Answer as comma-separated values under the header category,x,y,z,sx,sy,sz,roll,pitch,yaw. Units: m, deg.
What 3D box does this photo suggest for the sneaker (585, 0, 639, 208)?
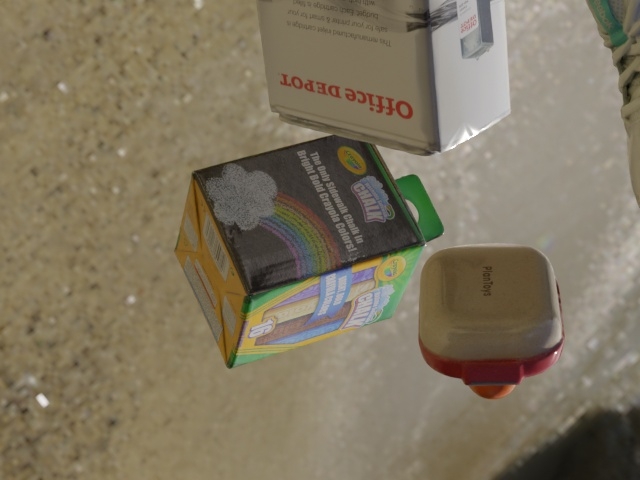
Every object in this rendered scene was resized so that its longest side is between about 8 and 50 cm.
category,x,y,z,sx,sy,sz,roll,pitch,yaw
sneaker,0.193,-0.118,0.931,0.094,0.212,0.080,20,157,-29

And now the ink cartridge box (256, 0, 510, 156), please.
category,x,y,z,sx,sy,sz,roll,pitch,yaw
ink cartridge box,0.037,-0.181,1.053,0.092,0.159,0.217,-29,124,-40

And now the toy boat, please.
category,x,y,z,sx,sy,sz,roll,pitch,yaw
toy boat,0.183,0.102,1.695,0.231,0.151,0.151,-81,168,-60

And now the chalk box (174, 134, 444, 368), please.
category,x,y,z,sx,sy,sz,roll,pitch,yaw
chalk box,0.000,0.000,1.365,0.213,0.132,0.132,-15,152,-22
